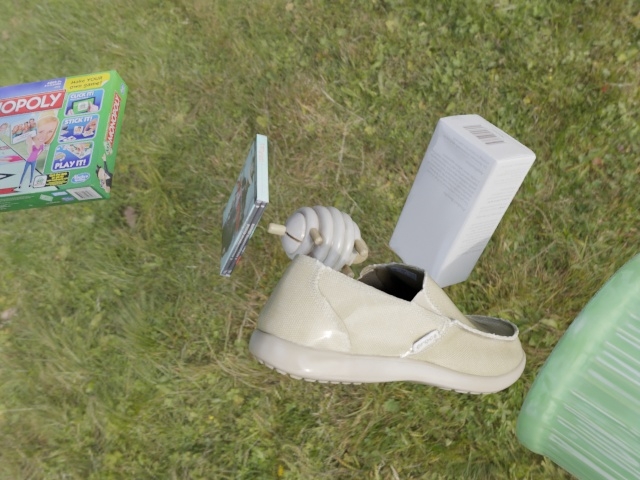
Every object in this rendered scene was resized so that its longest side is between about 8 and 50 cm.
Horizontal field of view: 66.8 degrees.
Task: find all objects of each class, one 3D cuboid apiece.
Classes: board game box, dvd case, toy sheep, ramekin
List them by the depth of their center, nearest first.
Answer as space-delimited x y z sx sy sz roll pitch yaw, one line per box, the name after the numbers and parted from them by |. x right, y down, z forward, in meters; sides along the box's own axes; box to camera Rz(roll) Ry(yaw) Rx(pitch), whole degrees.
-0.076 -0.032 0.476 0.119 0.013 0.087 126 148 -44 | dvd case
0.000 0.000 0.566 0.091 0.132 0.091 -36 44 45 | toy sheep
0.390 0.172 0.574 0.303 0.303 0.148 -53 49 1 | ramekin
-0.467 -0.146 0.747 0.318 0.046 0.213 -6 65 8 | board game box

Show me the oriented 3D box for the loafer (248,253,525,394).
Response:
0.076 0.066 0.400 0.102 0.269 0.091 12 92 57 | loafer

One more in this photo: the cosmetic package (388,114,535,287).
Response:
0.195 -0.051 0.708 0.117 0.086 0.231 53 141 37 | cosmetic package
